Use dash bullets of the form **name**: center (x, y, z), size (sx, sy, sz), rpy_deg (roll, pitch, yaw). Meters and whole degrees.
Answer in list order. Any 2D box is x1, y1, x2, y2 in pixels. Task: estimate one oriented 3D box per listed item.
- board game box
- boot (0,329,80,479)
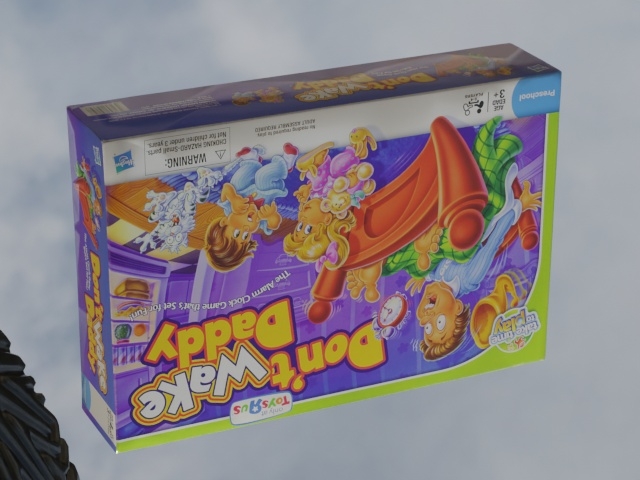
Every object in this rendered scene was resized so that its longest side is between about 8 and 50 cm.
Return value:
- **board game box**: center (0.000, 0.000, 1.402), size (0.347, 0.233, 0.078), rpy_deg (-11, -154, -23)
- **boot**: center (-0.408, 0.143, 1.183), size (0.445, 0.367, 0.146), rpy_deg (-22, -156, 17)
